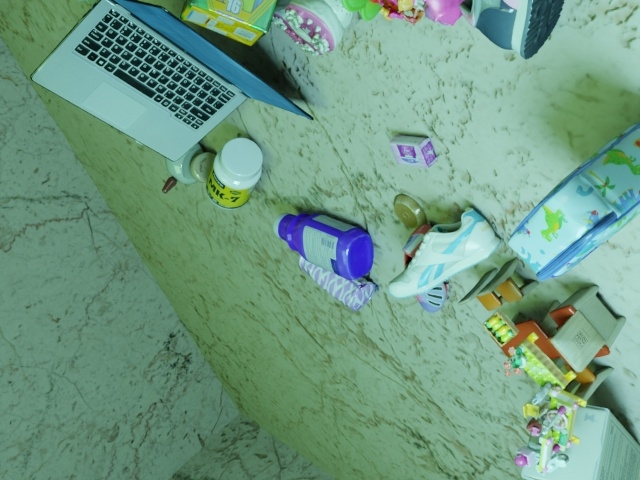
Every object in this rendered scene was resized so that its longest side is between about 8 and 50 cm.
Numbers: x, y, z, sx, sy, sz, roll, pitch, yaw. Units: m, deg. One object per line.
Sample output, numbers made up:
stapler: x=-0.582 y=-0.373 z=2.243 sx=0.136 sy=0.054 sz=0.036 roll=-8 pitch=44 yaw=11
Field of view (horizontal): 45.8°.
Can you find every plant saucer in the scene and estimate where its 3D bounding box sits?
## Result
plant saucer: x=0.173 y=-0.053 z=1.493 sx=0.083 sy=0.015 sz=0.083 roll=39 pitch=154 yaw=23

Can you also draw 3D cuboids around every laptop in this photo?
laptop: x=-0.301 y=-0.286 z=1.506 sx=0.382 sy=0.408 sz=0.236 roll=31 pitch=-146 yaw=-40

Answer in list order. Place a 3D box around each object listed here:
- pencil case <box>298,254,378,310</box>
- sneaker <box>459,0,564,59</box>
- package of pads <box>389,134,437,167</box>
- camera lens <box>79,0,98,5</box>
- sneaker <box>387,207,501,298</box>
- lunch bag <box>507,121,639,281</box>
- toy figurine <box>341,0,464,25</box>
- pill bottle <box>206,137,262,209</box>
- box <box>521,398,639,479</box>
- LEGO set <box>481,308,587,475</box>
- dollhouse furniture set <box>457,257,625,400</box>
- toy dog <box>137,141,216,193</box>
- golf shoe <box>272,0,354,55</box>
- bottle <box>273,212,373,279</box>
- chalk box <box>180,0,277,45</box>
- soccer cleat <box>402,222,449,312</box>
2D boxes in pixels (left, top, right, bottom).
pencil case: x=0.038 y=0.086 z=1.834 sx=0.206 sy=0.086 sz=0.088 roll=35 pitch=159 yaw=30
sneaker: x=0.218 y=-0.358 z=0.862 sx=0.131 sy=0.112 sz=0.319 roll=35 pitch=150 yaw=26
package of pads: x=0.163 y=-0.158 z=1.338 sx=0.083 sy=0.032 sz=0.050 roll=16 pitch=141 yaw=51
camera lens: x=-0.417 y=-0.617 z=1.434 sx=0.219 sy=0.219 sz=0.274 roll=33 pitch=151 yaw=33
sneaker: x=0.210 y=0.027 z=1.375 sx=0.228 sy=0.087 sz=0.092 roll=-34 pitch=92 yaw=25
lunch bag: x=0.349 y=-0.049 z=0.954 sx=0.090 sy=0.219 sz=0.176 roll=51 pitch=156 yaw=12
toy figurine: x=0.131 y=-0.342 z=1.056 sx=0.159 sy=0.130 sz=0.173 roll=30 pitch=169 yaw=19
pill bottle: x=-0.210 y=-0.164 z=1.858 sx=0.119 sy=0.119 sz=0.208 roll=48 pitch=156 yaw=4
box: x=0.472 y=0.397 z=1.354 sx=0.126 sy=0.149 sz=0.232 roll=2 pitch=152 yaw=40
LEGO set: x=0.329 y=0.254 z=1.189 sx=0.132 sy=0.107 sz=0.287 roll=-4 pitch=111 yaw=47
dollhouse furniture set: x=0.383 y=0.170 z=1.309 sx=0.262 sy=0.135 sz=0.259 roll=50 pitch=156 yaw=0
toy dog: x=-0.418 y=-0.261 z=2.019 sx=0.334 sy=0.161 sz=0.220 roll=50 pitch=156 yaw=-1
golf shoe: x=0.003 y=-0.378 z=1.220 sx=0.115 sy=0.140 sz=0.306 roll=39 pitch=-177 yaw=-21
bottle: x=0.000 y=0.000 z=1.760 sx=0.282 sy=0.092 sz=0.118 roll=22 pitch=127 yaw=46
chalk box: x=-0.128 y=-0.446 z=1.221 sx=0.132 sy=0.213 sz=0.132 roll=16 pitch=180 yaw=-17
soccer cleat: x=0.203 y=0.070 z=1.520 sx=0.083 sy=0.095 sz=0.248 roll=37 pitch=151 yaw=32
